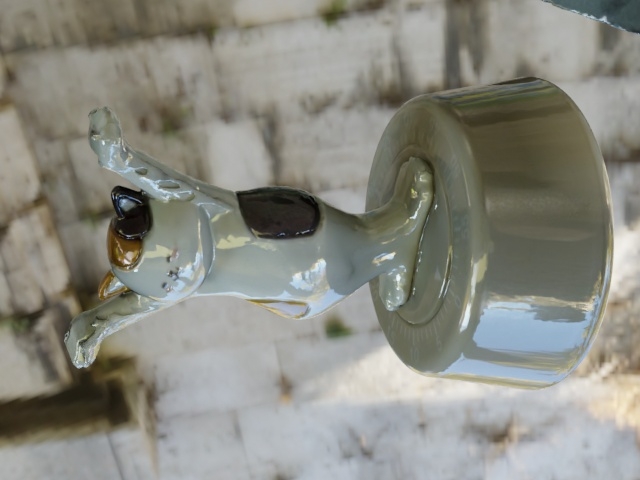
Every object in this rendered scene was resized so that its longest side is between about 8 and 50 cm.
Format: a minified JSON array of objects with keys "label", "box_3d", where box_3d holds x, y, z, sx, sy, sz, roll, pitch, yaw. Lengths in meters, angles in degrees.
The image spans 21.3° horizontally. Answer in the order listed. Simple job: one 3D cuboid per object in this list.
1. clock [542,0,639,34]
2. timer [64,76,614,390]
[{"label":"clock","box_3d":[0.260,-0.179,1.196,0.312,0.061,0.312,14,-165,-4]},{"label":"timer","box_3d":[0.000,0.000,0.907,0.266,0.175,0.175,-2,-135,-21]}]
